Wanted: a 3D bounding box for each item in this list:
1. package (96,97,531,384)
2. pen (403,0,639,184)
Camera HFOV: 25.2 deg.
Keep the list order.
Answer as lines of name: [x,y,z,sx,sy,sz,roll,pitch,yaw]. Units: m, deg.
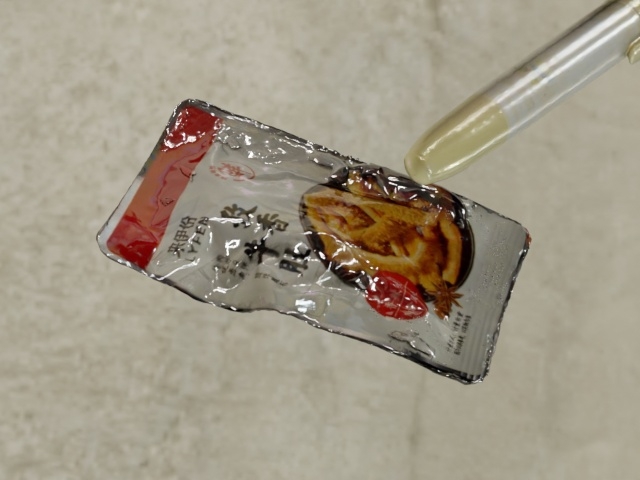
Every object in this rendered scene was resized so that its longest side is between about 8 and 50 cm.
package: [0.000,0.000,0.854,0.154,0.239,0.030,-64,170,-47]
pen: [0.128,-0.087,0.730,0.233,0.040,0.032,-36,150,-31]
